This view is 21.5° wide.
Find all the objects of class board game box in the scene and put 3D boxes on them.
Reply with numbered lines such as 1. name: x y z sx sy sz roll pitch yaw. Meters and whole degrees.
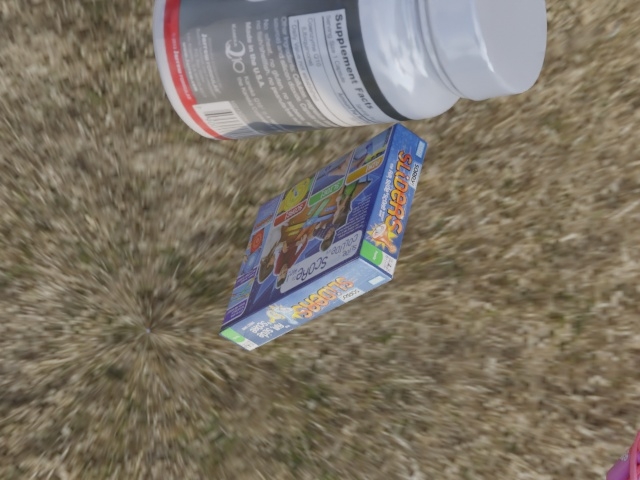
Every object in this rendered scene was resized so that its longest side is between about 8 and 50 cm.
1. board game box: 0.000 0.000 1.382 0.035 0.201 0.136 32 55 -23

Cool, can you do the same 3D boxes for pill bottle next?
1. pill bottle: 0.023 -0.171 1.337 0.283 0.161 0.161 -4 87 31

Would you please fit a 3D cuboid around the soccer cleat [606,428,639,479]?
1. soccer cleat: 0.199 0.107 0.870 0.095 0.083 0.248 22 124 15
